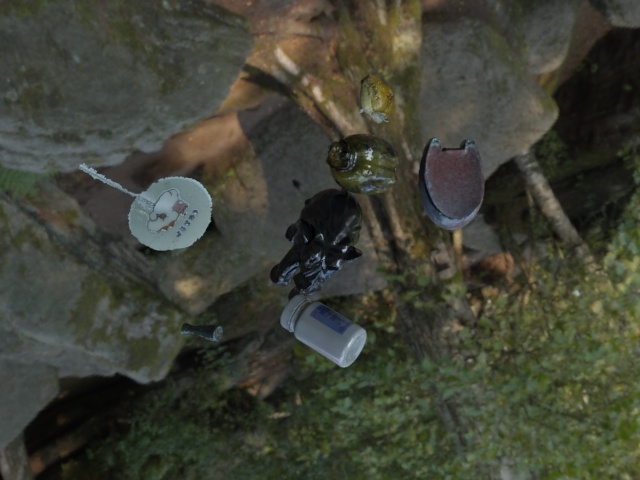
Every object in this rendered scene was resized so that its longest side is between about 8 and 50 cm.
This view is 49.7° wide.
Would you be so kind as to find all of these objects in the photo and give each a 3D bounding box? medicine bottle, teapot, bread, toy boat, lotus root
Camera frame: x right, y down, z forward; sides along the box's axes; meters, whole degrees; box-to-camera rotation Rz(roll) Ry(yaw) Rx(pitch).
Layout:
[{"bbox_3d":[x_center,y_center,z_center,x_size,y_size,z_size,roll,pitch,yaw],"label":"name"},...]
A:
[{"bbox_3d":[0.006,0.206,1.600,0.103,0.187,0.102,-43,149,-33],"label":"medicine bottle"},{"bbox_3d":[-0.304,0.229,1.749,0.111,0.042,0.043,3,-175,25],"label":"teapot"},{"bbox_3d":[0.108,-0.268,1.305,0.053,0.072,0.106,-3,173,19],"label":"bread"},{"bbox_3d":[0.304,-0.131,1.627,0.155,0.227,0.085,3,161,-6],"label":"toy boat"},{"bbox_3d":[0.096,-0.193,1.721,0.154,0.154,0.278,-24,164,31],"label":"lotus root"}]

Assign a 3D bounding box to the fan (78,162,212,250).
[{"bbox_3d":[-0.378,-0.087,1.493,0.329,0.009,0.190,29,105,-38],"label":"fan"}]

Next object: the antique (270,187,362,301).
[{"bbox_3d":[0.000,0.000,1.816,0.185,0.322,0.255,26,153,-14],"label":"antique"}]
